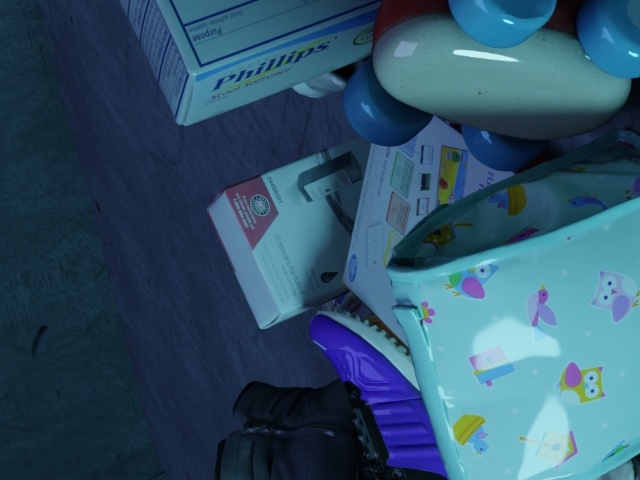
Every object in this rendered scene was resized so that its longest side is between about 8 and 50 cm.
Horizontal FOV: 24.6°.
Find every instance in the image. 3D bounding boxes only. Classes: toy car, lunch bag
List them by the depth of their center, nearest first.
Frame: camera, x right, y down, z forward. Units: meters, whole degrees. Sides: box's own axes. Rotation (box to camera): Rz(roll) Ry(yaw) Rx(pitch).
[{"bbox_3d":[0.185,0.063,1.155,0.160,0.262,0.223,34,144,60],"label":"lunch bag"},{"bbox_3d":[0.143,-0.211,1.158,0.219,0.210,0.238,140,136,-59],"label":"toy car"}]

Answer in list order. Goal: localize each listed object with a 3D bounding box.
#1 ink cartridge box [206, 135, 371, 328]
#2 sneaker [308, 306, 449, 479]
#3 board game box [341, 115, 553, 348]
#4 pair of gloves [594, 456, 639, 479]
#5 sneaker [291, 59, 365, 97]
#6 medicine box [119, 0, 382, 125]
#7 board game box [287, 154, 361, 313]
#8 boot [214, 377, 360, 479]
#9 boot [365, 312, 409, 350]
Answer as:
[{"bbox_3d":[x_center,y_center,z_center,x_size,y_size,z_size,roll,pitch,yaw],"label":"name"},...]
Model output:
[{"bbox_3d":[0.006,-0.016,1.661,0.158,0.218,0.092,65,157,7],"label":"ink cartridge box"},{"bbox_3d":[0.073,0.195,1.509,0.293,0.146,0.102,40,177,22],"label":"sneaker"},{"bbox_3d":[0.140,0.008,1.413,0.316,0.064,0.242,45,131,50],"label":"board game box"},{"bbox_3d":[0.278,0.309,1.439,0.204,0.042,0.240,-124,36,-56],"label":"pair of gloves"},{"bbox_3d":[-0.012,-0.281,1.620,0.121,0.099,0.262,15,134,59],"label":"sneaker"},{"bbox_3d":[-0.076,-0.303,1.465,0.289,0.263,0.149,65,163,8],"label":"medicine box"},{"bbox_3d":[0.000,0.000,1.988,0.193,0.045,0.147,63,163,12],"label":"board game box"},{"bbox_3d":[-0.019,0.287,1.633,0.118,0.222,0.338,61,-152,-31],"label":"boot"},{"bbox_3d":[0.164,0.151,1.634,0.220,0.109,0.283,64,156,-3],"label":"boot"}]
